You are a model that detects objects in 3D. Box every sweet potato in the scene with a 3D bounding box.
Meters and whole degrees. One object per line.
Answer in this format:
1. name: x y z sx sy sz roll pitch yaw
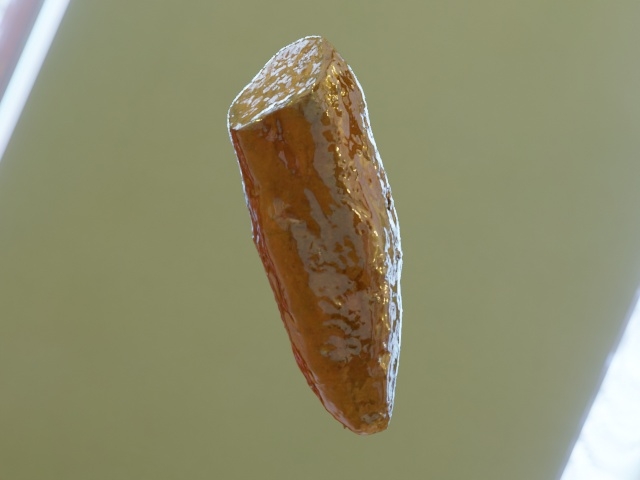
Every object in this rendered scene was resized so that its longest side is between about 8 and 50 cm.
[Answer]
1. sweet potato: 0.000 0.000 1.178 0.097 0.251 0.097 -10 5 1
